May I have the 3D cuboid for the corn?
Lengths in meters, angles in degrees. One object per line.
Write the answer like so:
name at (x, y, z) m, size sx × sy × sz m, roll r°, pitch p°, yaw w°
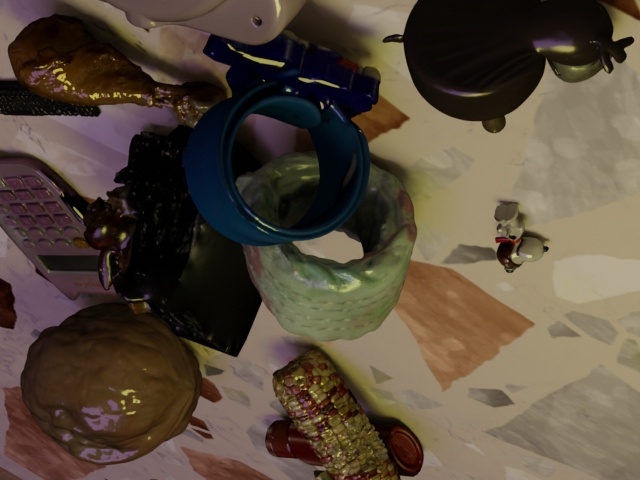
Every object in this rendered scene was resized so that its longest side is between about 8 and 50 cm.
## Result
corn at (0.034, 0.289, 1.927) m, size 0.098 × 0.098 × 0.289 m, roll -23°, pitch 102°, yaw 53°

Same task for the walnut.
walnut at (-0.313, 0.217, 2.038) m, size 0.273 × 0.227 × 0.273 m, roll 15°, pitch 145°, yaw 11°

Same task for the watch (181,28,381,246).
watch at (-0.046, -0.098, 1.350) m, size 0.196 × 0.200 × 0.171 m, roll 16°, pitch 171°, yaw -16°

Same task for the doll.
doll at (0.211, -0.001, 1.479) m, size 0.058 × 0.040 × 0.085 m, roll -21°, pitch 130°, yaw 36°

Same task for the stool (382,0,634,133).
stool at (0.168, -0.169, 1.193) m, size 0.217 × 0.125 × 0.121 m, roll -3°, pitch 159°, yaw 14°

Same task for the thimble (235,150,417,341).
thimble at (0.000, 0.000, 1.503) m, size 0.211 × 0.185 × 0.149 m, roll 25°, pitch 149°, yaw 12°

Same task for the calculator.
calculator at (-0.383, -0.022, 1.921) m, size 0.194 × 0.043 × 0.294 m, roll 0°, pitch 137°, yaw 39°

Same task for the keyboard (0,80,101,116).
keyboard at (-0.362, -0.177, 1.688) m, size 0.196 × 0.018 × 0.060 m, roll 5°, pitch 145°, yaw 34°

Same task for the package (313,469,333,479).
package at (0.059, 0.375, 2.111) m, size 0.108 × 0.031 × 0.121 m, roll 5°, pitch 174°, yaw -21°

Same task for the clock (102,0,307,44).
clock at (-0.146, -0.338, 1.160) m, size 0.296 × 0.113 × 0.322 m, roll 19°, pitch 140°, yaw 19°

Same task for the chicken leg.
chicken leg at (-0.227, -0.179, 1.505) m, size 0.252 × 0.107 × 0.087 m, roll 18°, pitch 132°, yaw 1°

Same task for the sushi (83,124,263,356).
sushi at (-0.178, -0.009, 1.644) m, size 0.212 × 0.215 × 0.227 m, roll 20°, pitch 170°, yaw 22°

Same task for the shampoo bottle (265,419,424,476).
shampoo bottle at (0.029, 0.315, 2.074) m, size 0.260 × 0.064 × 0.102 m, roll -1°, pitch 143°, yaw 40°
